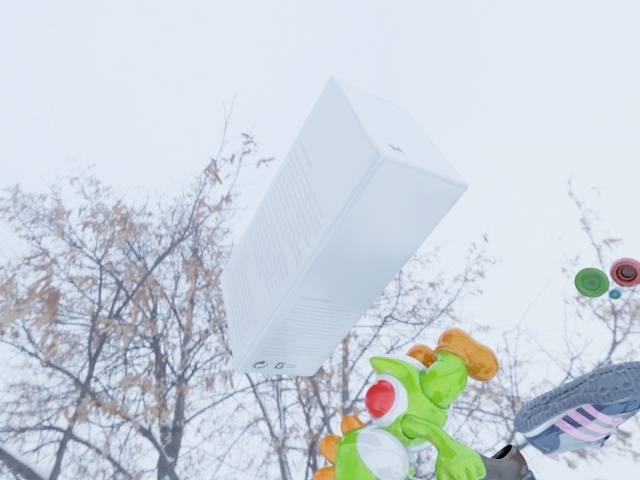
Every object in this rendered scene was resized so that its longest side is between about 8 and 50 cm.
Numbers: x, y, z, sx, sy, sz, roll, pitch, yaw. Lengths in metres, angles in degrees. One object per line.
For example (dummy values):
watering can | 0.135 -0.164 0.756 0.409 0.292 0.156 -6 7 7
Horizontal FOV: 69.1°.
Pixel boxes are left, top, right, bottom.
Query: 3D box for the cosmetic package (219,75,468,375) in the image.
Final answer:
cosmetic package | 0.000 0.000 0.770 0.162 0.230 0.453 13 -53 -31

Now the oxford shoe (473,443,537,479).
oxford shoe | 0.266 0.430 0.828 0.227 0.083 0.096 -17 -109 -19

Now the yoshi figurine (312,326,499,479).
yoshi figurine | 0.146 0.306 0.674 0.362 0.203 0.203 -41 -53 -41

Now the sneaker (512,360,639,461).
sneaker | 0.572 0.359 0.962 0.131 0.112 0.319 46 -55 -4

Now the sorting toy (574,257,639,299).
sorting toy | 0.477 0.064 0.763 0.042 0.102 0.061 -9 -102 -50
